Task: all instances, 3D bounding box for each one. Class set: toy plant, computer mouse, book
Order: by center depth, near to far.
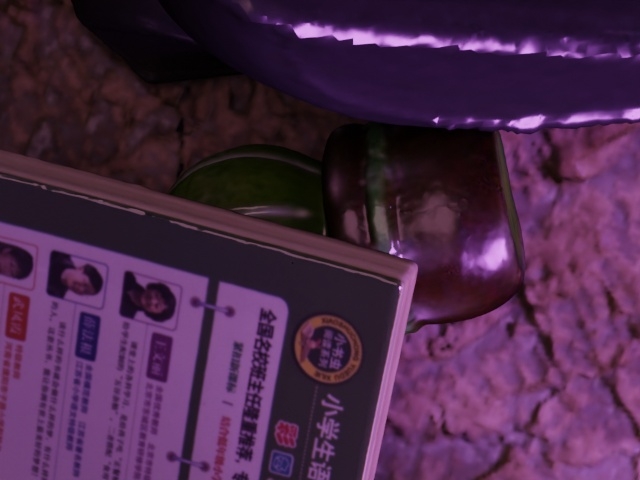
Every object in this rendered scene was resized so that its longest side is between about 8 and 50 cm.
[{"bbox_3d":[0.027,-0.124,0.796,0.269,0.100,0.170,3,65,-29],"label":"computer mouse"},{"bbox_3d":[-0.106,0.065,0.813,0.264,0.027,0.202,15,116,9],"label":"book"},{"bbox_3d":[0.000,0.000,0.829,0.162,0.093,0.093,-12,80,9],"label":"toy plant"},{"bbox_3d":[-0.032,-0.120,0.867,0.172,0.057,0.099,5,75,6],"label":"computer mouse"}]
